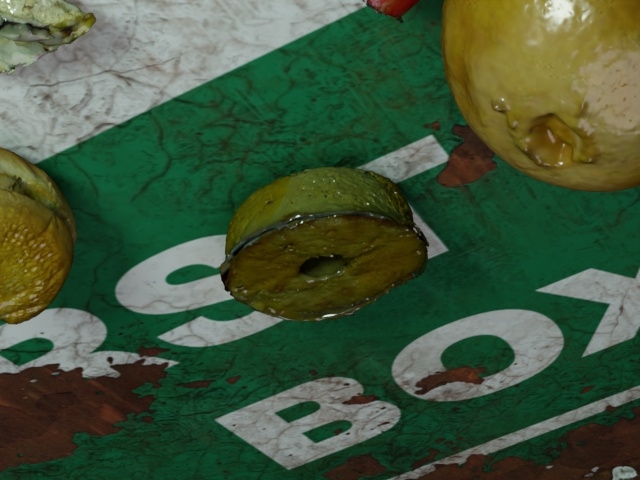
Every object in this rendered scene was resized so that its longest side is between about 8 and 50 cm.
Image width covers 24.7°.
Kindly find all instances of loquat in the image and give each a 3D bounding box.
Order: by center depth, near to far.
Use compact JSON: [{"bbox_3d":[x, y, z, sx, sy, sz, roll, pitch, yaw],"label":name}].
[{"bbox_3d":[0.280,-0.210,1.446,0.328,0.329,0.328,-9,147,-6],"label":"loquat"}]

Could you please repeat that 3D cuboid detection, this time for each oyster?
[{"bbox_3d":[-0.345,-0.217,1.460,0.209,0.072,0.133,-9,159,33],"label":"oyster"}]

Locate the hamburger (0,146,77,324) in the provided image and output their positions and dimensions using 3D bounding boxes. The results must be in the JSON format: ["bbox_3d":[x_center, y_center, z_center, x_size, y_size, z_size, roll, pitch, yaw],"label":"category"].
[{"bbox_3d":[-0.368,-0.022,1.674,0.156,0.144,0.283,-32,145,11],"label":"hamburger"}]

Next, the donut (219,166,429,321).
[{"bbox_3d":[0.000,0.000,1.868,0.272,0.107,0.272,-4,147,-3],"label":"donut"}]

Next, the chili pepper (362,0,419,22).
[{"bbox_3d":[0.111,-0.304,1.484,0.169,0.065,0.088,-40,154,28],"label":"chili pepper"}]
